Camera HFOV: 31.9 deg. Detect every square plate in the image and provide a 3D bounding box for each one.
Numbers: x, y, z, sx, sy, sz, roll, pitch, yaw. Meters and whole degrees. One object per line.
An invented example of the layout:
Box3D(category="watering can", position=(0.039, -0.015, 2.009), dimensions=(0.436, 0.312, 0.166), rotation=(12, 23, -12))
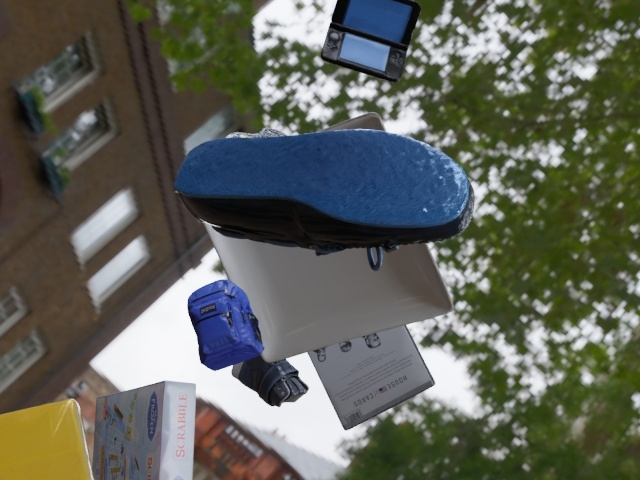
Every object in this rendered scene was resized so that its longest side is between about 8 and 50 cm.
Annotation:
Box3D(category="square plate", position=(0.000, 0.000, 1.799), dimensions=(0.344, 0.049, 0.347), rotation=(-17, -75, 19))

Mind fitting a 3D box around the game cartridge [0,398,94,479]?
Box3D(category="game cartridge", position=(-0.326, 0.326, 0.991), dimensions=(0.052, 0.285, 0.323), rotation=(102, -26, -65))

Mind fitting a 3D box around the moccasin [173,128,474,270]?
Box3D(category="moccasin", position=(0.010, -0.049, 1.209), dimensions=(0.342, 0.137, 0.117), rotation=(10, -31, 29))

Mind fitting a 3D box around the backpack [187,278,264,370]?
Box3D(category="backpack", position=(-0.146, 0.118, 1.678), dimensions=(0.101, 0.098, 0.120), rotation=(62, 12, -65))

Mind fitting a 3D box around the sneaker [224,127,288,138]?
Box3D(category="sneaker", position=(-0.121, -0.151, 2.018), dimensions=(0.069, 0.209, 0.082), rotation=(31, -71, 15))

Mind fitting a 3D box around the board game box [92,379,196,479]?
Box3D(category="board game box", position=(-0.321, 0.422, 1.982), dimensions=(0.066, 0.318, 0.318), rotation=(9, -16, -31))

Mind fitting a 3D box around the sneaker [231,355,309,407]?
Box3D(category="sneaker", position=(-0.077, 0.228, 2.252), dimensions=(0.163, 0.086, 0.226), rotation=(38, -61, 33))

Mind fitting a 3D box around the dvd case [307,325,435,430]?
Box3D(category="dvd case", position=(0.069, 0.184, 1.949), dimensions=(0.238, 0.179, 0.029), rotation=(64, 12, 14))

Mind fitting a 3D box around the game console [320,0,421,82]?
Box3D(category="game console", position=(0.073, -0.301, 1.620), dimensions=(0.122, 0.107, 0.071), rotation=(17, -36, -3))
